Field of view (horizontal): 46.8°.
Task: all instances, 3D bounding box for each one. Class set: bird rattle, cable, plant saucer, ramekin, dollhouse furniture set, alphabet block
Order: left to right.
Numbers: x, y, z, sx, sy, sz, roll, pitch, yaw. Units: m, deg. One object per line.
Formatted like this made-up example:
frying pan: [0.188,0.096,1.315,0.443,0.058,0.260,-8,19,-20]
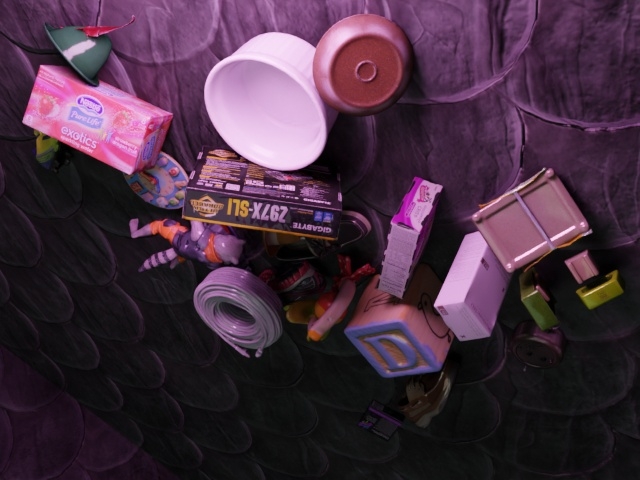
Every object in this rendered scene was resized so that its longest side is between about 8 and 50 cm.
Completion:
cable: [-0.212,0.183,1.974,0.257,0.089,0.257,38,138,-8]
ramekin: [-0.090,-0.295,1.545,0.277,0.135,0.277,17,139,15]
bird rattle: [0.038,0.158,1.847,0.253,0.207,0.143,-41,103,12]
plant saucer: [0.084,-0.324,1.400,0.198,0.036,0.199,-4,118,-7]
alphabet block: [0.208,0.201,1.835,0.193,0.197,0.192,-15,123,42]
dollhouse furniture set: [0.474,0.005,1.557,0.197,0.151,0.302,-32,95,21]

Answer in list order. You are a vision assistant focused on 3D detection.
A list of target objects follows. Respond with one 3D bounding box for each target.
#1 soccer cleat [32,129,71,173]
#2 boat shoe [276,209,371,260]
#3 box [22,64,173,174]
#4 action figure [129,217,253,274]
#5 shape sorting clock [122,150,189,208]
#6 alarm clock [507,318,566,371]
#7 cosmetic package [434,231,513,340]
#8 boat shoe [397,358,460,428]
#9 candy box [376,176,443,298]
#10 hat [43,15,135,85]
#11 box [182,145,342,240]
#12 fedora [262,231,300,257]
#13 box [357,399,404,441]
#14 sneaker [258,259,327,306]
soccer cleat: [-0.721,-0.294,1.979,0.121,0.093,0.289,38,140,1]
boat shoe: [0.000,0.000,1.833,0.285,0.092,0.103,-11,127,40]
box: [-0.531,-0.293,1.775,0.299,0.142,0.154,26,106,5]
action figure: [-0.327,0.043,2.023,0.330,0.179,0.341,-3,133,38]
shape sorting clock: [-0.441,-0.164,1.979,0.206,0.040,0.206,17,139,16]
alarm clock: [0.532,0.246,1.789,0.129,0.064,0.192,22,137,10]
cosmetic package: [0.342,0.094,1.609,0.085,0.231,0.117,-17,122,42]
boat shoe: [0.295,0.425,2.081,0.116,0.123,0.324,28,139,7]
candy box: [0.198,-0.003,1.655,0.071,0.159,0.233,22,141,12]
hat: [-0.501,-0.474,1.696,0.208,0.183,0.173,53,-176,23]
box: [-0.117,-0.107,1.590,0.321,0.257,0.079,8,114,-5]
fedora: [-0.085,-0.051,1.777,0.079,0.194,0.194,6,136,10]
box: [0.194,0.583,2.382,0.116,0.029,0.162,28,140,5]
sneaker: [-0.108,0.143,2.035,0.112,0.121,0.299,39,142,-21]
